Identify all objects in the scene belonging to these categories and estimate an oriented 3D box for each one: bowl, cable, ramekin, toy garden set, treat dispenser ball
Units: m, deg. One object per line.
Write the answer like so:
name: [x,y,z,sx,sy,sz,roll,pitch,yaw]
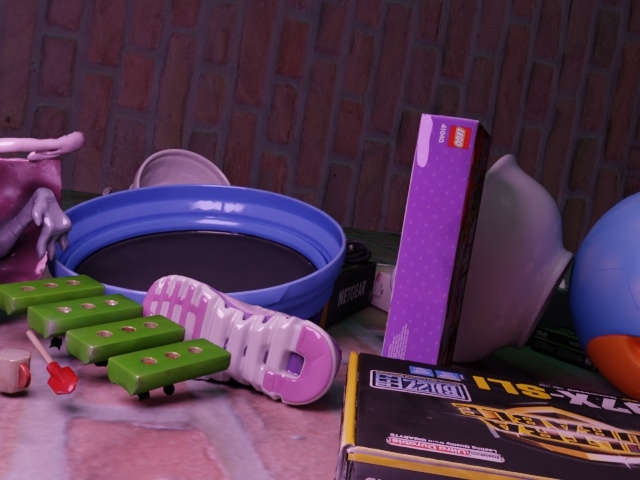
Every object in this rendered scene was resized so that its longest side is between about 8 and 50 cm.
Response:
bowl: [-0.162,0.021,1.075,0.391,0.077,0.391,3,22,-1]
bowl: [0.235,0.048,1.052,0.134,0.298,0.298,29,12,18]
cable: [0.000,0.000,1.381,0.150,0.047,0.184,6,5,-37]
ramekin: [-0.280,-0.065,1.582,0.207,0.207,0.109,6,-28,-33]
toy garden set: [-0.242,0.102,0.756,0.244,0.049,0.204,21,18,38]
treat dispenser ball: [0.455,0.069,0.993,0.288,0.288,0.288,9,5,-1]

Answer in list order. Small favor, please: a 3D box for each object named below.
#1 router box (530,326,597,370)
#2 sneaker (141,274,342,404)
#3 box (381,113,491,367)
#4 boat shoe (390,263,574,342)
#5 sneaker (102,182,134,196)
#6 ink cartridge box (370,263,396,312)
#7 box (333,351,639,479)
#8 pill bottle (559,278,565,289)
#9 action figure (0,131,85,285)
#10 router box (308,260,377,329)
router box: [0.398,0.163,1.232,0.092,0.038,0.122,6,6,-35]
sneaker: [-0.077,0.104,0.839,0.236,0.095,0.104,16,1,23]
box: [0.120,0.026,0.831,0.057,0.293,0.201,10,6,14]
boat shoe: [0.252,0.085,1.317,0.367,0.136,0.156,10,5,-25]
sneaker: [-0.346,-0.050,1.652,0.235,0.153,0.094,10,6,7]
ink cartridge box: [0.142,0.088,1.458,0.115,0.067,0.198,7,7,-27]
box: [0.171,0.168,0.593,0.322,0.079,0.257,9,3,3]
pill bottle: [0.358,0.094,1.534,0.193,0.108,0.108,10,5,9]
action figure: [-0.482,-0.048,0.898,0.370,0.276,0.248,27,18,24]
router box: [-0.061,0.062,1.311,0.243,0.081,0.309,10,5,16]
